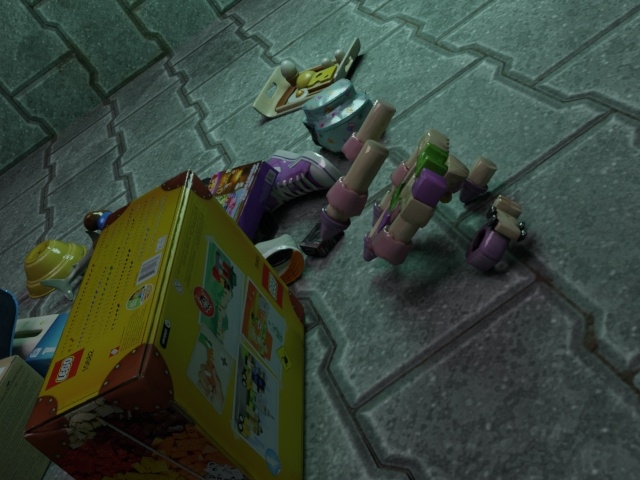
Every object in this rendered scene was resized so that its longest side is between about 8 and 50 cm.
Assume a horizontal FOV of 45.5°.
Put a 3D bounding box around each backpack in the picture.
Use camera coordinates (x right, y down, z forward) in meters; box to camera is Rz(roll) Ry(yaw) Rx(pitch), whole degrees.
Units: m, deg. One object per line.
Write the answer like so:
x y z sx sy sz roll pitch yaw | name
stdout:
0.051 -0.300 1.855 0.166 0.144 0.188 -33 33 -6 | backpack

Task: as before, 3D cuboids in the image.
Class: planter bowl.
-0.813 0.063 2.278 0.217 0.090 0.217 -26 32 18 | planter bowl

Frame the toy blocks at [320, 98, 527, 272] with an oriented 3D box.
0.153 -0.041 1.364 0.260 0.309 0.288 -59 6 28 | toy blocks

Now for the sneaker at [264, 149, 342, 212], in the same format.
-0.064 -0.122 1.780 0.161 0.102 0.282 -53 27 -14 | sneaker

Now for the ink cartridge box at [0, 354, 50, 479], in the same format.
-0.625 0.383 1.534 0.088 0.193 0.235 -18 34 28 | ink cartridge box

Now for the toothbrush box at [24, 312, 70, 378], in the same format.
-0.377 0.240 1.458 0.295 0.216 0.126 -10 39 38 | toothbrush box

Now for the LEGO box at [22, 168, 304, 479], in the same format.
-0.197 0.184 1.199 0.193 0.372 0.500 -27 31 17 | LEGO box

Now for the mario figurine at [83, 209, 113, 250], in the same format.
-0.492 0.040 1.870 0.320 0.198 0.170 29 87 43 | mario figurine

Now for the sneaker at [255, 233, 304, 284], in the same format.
-0.155 0.072 1.605 0.262 0.099 0.121 -24 24 6 | sneaker

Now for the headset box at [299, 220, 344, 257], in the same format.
0.000 0.000 1.592 0.062 0.032 0.083 9 51 51 | headset box

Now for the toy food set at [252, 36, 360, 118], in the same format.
-0.040 -0.489 2.257 0.306 0.092 0.220 -13 37 35 | toy food set

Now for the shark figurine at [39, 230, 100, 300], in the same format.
-0.636 0.035 2.118 0.278 0.116 0.166 -31 29 6 | shark figurine

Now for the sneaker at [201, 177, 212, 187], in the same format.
-0.322 -0.103 1.973 0.107 0.124 0.283 -25 32 18 | sneaker

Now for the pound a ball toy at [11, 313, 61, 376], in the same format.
-0.725 0.248 1.811 0.319 0.208 0.136 -10 39 36 | pound a ball toy

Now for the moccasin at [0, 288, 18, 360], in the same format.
-0.757 0.263 1.672 0.138 0.117 0.342 -18 62 18 | moccasin

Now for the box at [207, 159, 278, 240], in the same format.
-0.224 -0.037 1.764 0.201 0.057 0.293 -9 54 47 | box
